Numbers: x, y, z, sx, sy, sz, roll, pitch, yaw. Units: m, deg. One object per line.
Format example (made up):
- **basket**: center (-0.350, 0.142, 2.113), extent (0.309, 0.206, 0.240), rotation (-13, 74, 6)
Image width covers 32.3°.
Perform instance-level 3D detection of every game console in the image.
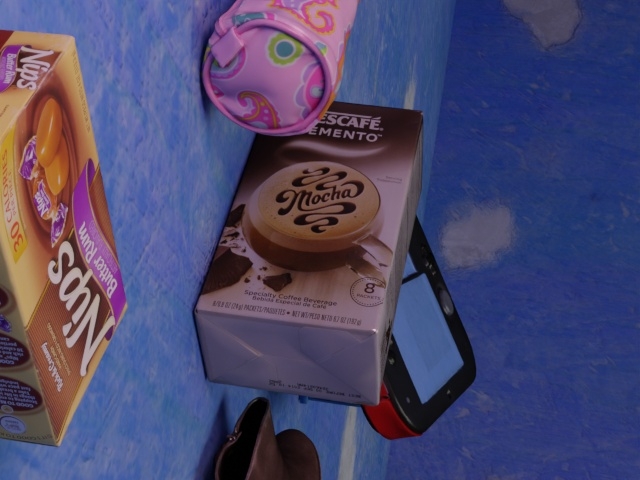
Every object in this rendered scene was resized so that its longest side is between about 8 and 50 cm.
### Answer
- **game console**: center (0.098, 0.066, 1.475), extent (0.386, 0.060, 0.342), rotation (-17, 88, -69)

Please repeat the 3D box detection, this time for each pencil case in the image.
- **pencil case**: center (-0.019, -0.217, 0.993), extent (0.284, 0.124, 0.124), rotation (-74, 167, -46)

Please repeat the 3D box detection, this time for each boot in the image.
- **boot**: center (-0.052, 0.242, 1.183), extent (0.248, 0.090, 0.207), rotation (-65, 162, -51)

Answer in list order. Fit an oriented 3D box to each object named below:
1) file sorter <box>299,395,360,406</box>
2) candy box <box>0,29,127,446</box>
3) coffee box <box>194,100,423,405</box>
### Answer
- **file sorter**: center (0.033, 0.136, 1.570), extent (0.118, 0.104, 0.170), rotation (-66, 161, -58)
- **candy box**: center (-0.150, 0.003, 0.557), extent (0.109, 0.053, 0.187), rotation (-72, 165, -47)
- **coffee box**: center (0.000, 0.000, 1.092), extent (0.119, 0.168, 0.297), rotation (86, 13, -47)
